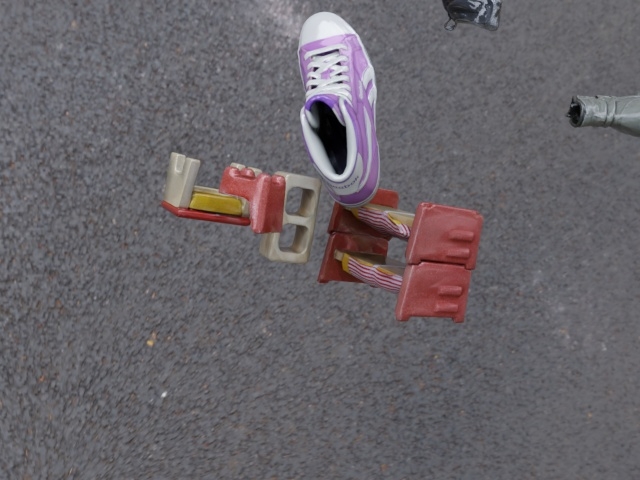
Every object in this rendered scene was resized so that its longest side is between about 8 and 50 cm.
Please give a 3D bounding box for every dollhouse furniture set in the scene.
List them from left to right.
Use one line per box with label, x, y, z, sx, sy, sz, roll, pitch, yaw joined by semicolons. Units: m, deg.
dollhouse furniture set;0.000;0.000;0.910;0.373;0.201;0.152;7;98;-32

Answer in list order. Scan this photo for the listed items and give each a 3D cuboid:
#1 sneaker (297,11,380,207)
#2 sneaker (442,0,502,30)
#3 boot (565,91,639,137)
sneaker;0.018;-0.195;0.915;0.102;0.161;0.282;-16;75;12
sneaker;0.349;-0.487;1.341;0.101;0.268;0.153;-8;90;-59
boot;0.525;-0.240;1.261;0.161;0.084;0.246;13;22;15
